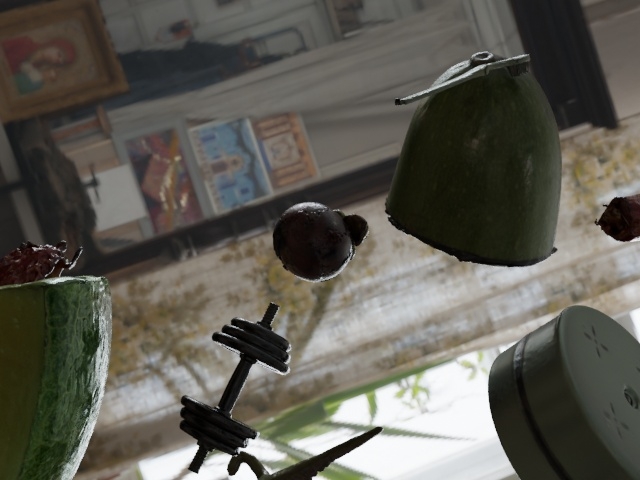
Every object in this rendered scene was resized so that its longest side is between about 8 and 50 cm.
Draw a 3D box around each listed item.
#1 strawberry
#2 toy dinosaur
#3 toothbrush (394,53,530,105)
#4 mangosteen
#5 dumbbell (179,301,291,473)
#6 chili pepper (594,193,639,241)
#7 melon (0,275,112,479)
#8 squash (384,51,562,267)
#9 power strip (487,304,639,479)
[{"bbox_3d":[-0.404,0.085,1.157,0.087,0.208,0.167,35,-45,-11],"label":"strawberry"},{"bbox_3d":[-0.041,0.313,1.112,0.072,0.200,0.251,27,81,-64],"label":"toy dinosaur"},{"bbox_3d":[0.196,-0.216,1.217,0.026,0.294,0.028,-2,-76,48],"label":"toothbrush"},{"bbox_3d":[0.000,0.000,1.791,0.166,0.180,0.166,25,-59,51],"label":"mangosteen"},{"bbox_3d":[-0.097,0.166,1.033,0.099,0.208,0.099,25,-11,5],"label":"dumbbell"},{"bbox_3d":[0.427,-0.037,1.179,0.070,0.123,0.073,41,-40,51],"label":"chili pepper"},{"bbox_3d":[-0.279,0.186,0.856,0.196,0.124,0.323,115,-13,-87],"label":"melon"},{"bbox_3d":[0.286,-0.158,1.523,0.310,0.310,0.309,-124,-138,-57],"label":"squash"},{"bbox_3d":[0.428,0.274,1.435,0.161,0.357,0.357,-41,-120,33],"label":"power strip"}]
